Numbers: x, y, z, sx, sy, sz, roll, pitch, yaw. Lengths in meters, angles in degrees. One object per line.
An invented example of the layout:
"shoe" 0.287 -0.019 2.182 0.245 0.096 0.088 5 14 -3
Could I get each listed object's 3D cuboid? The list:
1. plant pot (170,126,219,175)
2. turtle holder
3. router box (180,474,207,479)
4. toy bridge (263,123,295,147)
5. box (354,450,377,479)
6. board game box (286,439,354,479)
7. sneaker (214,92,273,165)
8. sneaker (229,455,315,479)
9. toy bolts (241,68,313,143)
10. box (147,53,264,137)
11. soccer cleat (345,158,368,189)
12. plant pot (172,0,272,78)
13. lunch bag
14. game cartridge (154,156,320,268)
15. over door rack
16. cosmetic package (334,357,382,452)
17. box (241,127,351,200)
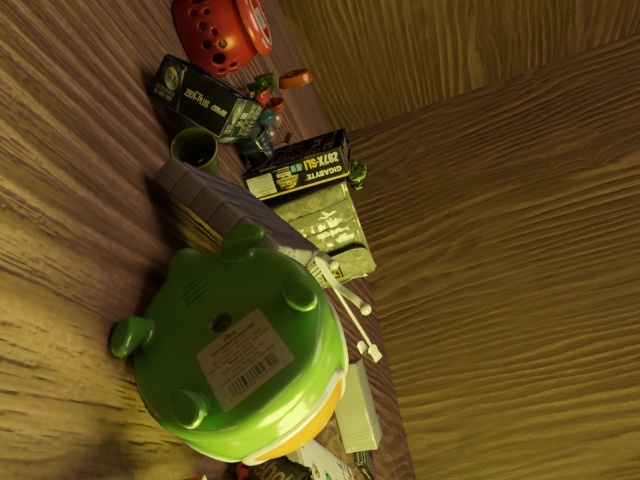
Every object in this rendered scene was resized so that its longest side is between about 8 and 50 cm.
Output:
"plant pot" -0.216 -0.147 0.884 0.079 0.083 0.084 80 -3 -71
"turtle holder" -0.112 0.139 0.627 0.243 0.320 0.228 -61 144 -29
"router box" -0.120 0.444 0.411 0.301 0.082 0.336 -64 136 -75
"toy bridge" -0.152 -0.283 1.337 0.188 0.063 0.026 6 23 -46
"box" 0.135 0.665 1.522 0.116 0.029 0.162 -95 166 -50
"board game box" 0.014 0.491 0.938 0.305 0.053 0.193 56 6 -43
"sneaker" -0.177 -0.237 1.177 0.226 0.086 0.164 -80 156 -54
"sneaker" -0.055 0.353 0.687 0.276 0.135 0.098 -120 -173 -75
"toy bolts" -0.125 -0.377 1.416 0.229 0.218 0.159 -62 143 -50
"box" -0.201 -0.258 0.904 0.147 0.078 0.180 32 14 1
"soccer cleat" 0.096 -0.165 1.294 0.179 0.060 0.072 -104 173 -71
"plant pot" -0.217 -0.489 1.133 0.191 0.174 0.191 -19 90 -79
"lunch bag" 0.000 0.000 1.303 0.169 0.235 0.287 -93 163 -71
"game cartridge" -0.122 -0.030 0.883 0.230 0.068 0.355 43 5 9
"over door rack" -0.004 0.212 0.927 0.108 0.239 0.324 29 -27 47
"cosmetic package" 0.097 0.472 1.430 0.127 0.107 0.238 6 70 -75
"box" -0.049 -0.211 1.326 0.322 0.256 0.080 -80 151 -69
